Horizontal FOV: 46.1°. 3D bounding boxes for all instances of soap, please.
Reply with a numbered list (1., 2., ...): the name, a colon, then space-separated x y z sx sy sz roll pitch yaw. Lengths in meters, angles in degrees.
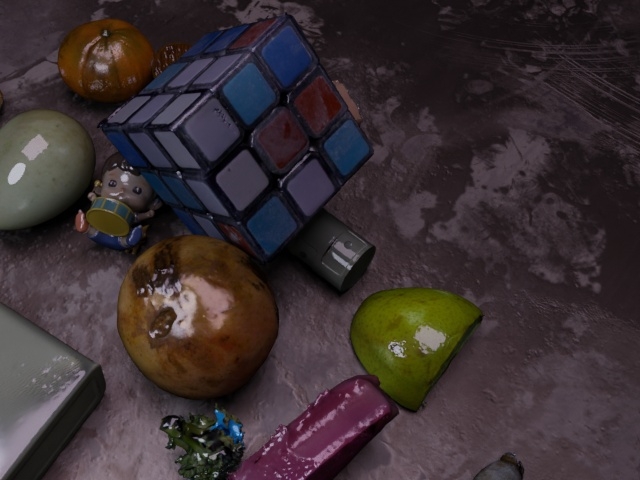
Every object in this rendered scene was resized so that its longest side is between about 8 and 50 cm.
1. soap: -0.009 0.372 1.358 0.325 0.220 0.127 -36 75 -27

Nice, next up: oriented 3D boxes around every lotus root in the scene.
1. lotus root: 0.332 0.462 1.414 0.088 0.088 0.165 42 52 21

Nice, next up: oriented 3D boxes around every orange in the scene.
1. orange: -0.534 -0.454 1.883 0.240 0.171 0.240 2 56 -4

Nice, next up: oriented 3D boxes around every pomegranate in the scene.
1. pomegranate: -0.235 0.144 1.444 0.322 0.322 0.322 3 55 -4

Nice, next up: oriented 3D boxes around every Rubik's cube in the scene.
1. Rubik's cube: -0.168 -0.209 1.553 0.363 0.359 0.362 -47 29 -22

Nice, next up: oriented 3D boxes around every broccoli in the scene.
1. broccoli: -0.218 0.364 1.363 0.154 0.160 0.167 -31 35 17

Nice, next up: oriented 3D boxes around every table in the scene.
1. table: 0.000 0.000 1.662 0.220 0.126 0.126 36 59 17

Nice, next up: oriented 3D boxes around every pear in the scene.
1. pear: 0.187 0.170 1.572 0.239 0.139 0.288 29 56 23

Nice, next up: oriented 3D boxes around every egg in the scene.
1. egg: -0.623 -0.149 1.638 0.218 0.218 0.295 27 67 12

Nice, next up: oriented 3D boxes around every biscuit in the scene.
1. biscuit: -0.332 -0.409 1.909 0.212 0.036 0.212 18 56 -30

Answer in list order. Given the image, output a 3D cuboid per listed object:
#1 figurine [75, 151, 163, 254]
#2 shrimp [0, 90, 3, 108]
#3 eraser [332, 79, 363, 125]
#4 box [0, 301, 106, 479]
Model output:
1. figurine: -0.427 -0.111 1.668 0.161 0.158 0.275 15 55 -7
2. shrimp: -0.830 -0.300 1.827 0.101 0.042 0.190 -4 54 16
3. eraser: -0.058 -0.308 1.886 0.290 0.087 0.171 -15 49 -16
4. box: -0.632 0.293 1.365 0.344 0.177 0.352 28 57 9
